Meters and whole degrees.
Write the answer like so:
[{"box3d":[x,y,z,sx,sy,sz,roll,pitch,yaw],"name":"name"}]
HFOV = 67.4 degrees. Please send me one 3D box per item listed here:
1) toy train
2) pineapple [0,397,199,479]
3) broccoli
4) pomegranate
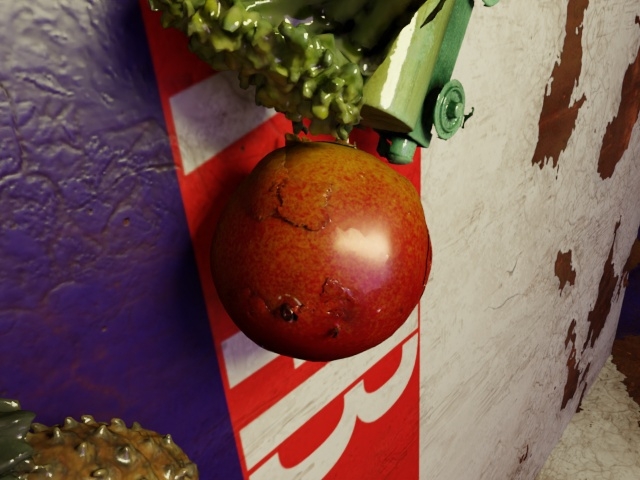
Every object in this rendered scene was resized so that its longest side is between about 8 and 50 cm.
[{"box3d":[0.100,-0.245,0.542,0.190,0.126,0.307,15,94,-41],"name":"toy train"},{"box3d":[-0.236,0.184,0.322,0.170,0.141,0.310,-46,131,8],"name":"pineapple"},{"box3d":[-0.022,-0.208,0.347,0.181,0.273,0.242,12,94,-16],"name":"broccoli"},{"box3d":[0.000,0.000,0.464,0.210,0.210,0.235,44,32,-46],"name":"pomegranate"}]
